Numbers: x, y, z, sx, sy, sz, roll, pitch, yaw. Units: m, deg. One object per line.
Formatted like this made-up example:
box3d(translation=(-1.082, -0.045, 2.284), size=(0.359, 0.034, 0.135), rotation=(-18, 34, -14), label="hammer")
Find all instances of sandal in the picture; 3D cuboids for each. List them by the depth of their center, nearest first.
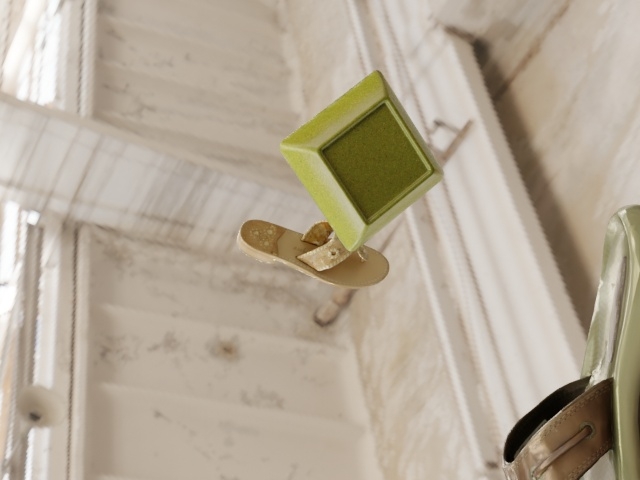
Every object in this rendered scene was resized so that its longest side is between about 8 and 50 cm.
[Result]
box3d(translation=(0.159, 0.122, 0.693), size=(0.086, 0.120, 0.302), rotation=(12, -104, -3), label="sandal")
box3d(translation=(0.000, 0.005, 1.644), size=(0.240, 0.079, 0.088), rotation=(13, -127, -10), label="sandal")

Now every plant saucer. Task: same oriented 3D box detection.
box3d(translation=(0.069, -0.110, 1.524), size=(0.188, 0.045, 0.188), rotation=(-39, -74, -15), label="plant saucer")
